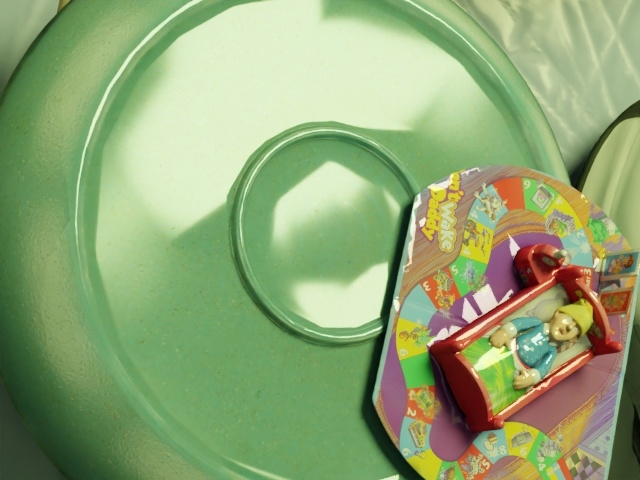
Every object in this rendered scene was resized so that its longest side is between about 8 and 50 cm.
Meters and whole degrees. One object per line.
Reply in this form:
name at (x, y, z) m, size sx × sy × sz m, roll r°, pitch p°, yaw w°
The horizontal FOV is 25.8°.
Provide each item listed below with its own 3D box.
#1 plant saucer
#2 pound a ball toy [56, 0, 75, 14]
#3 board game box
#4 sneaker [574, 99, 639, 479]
plant saucer at (0.000, 0.000, 0.655) m, size 0.318 × 0.044 × 0.317 m, roll 4°, pitch 80°, yaw -24°
pound a ball toy at (-0.213, -0.113, 0.649) m, size 0.208 × 0.136 × 0.319 m, roll 9°, pitch 86°, yaw -42°
board game box at (0.098, 0.043, 0.652) m, size 0.133 × 0.033 × 0.168 m, roll 20°, pitch 73°, yaw -21°
sneaker at (0.257, 0.112, 0.666) m, size 0.169 × 0.257 × 0.447 m, roll 8°, pitch 72°, yaw -27°
